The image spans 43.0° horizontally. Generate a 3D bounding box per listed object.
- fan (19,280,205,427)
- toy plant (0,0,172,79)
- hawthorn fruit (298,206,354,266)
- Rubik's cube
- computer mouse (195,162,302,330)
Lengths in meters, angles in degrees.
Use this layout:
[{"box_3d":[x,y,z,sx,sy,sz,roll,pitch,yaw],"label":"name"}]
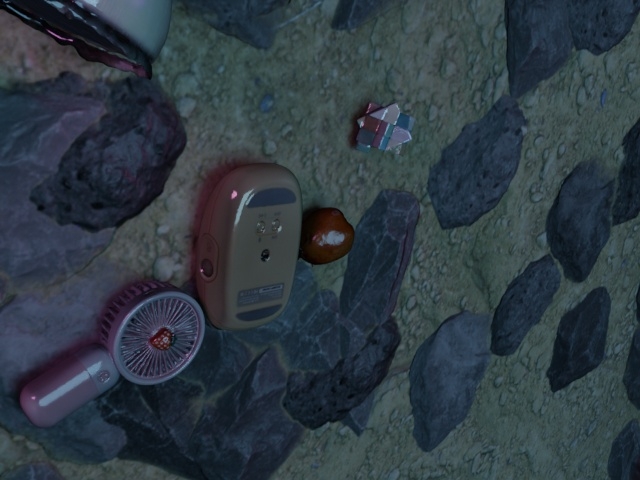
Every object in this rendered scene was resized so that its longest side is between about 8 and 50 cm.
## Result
[{"box_3d":[-0.257,0.146,1.013,0.244,0.074,0.130,-35,130,-24],"label":"fan"},{"box_3d":[-0.191,-0.348,0.746,0.247,0.247,0.332,26,89,-45],"label":"toy plant"},{"box_3d":[0.000,0.000,1.177,0.093,0.081,0.081,-37,130,-23],"label":"hawthorn fruit"},{"box_3d":[0.092,-0.164,1.183,0.073,0.084,0.075,12,84,-49],"label":"Rubik's cube"},{"box_3d":[-0.096,0.009,1.089,0.145,0.082,0.236,-12,118,-39],"label":"computer mouse"}]
